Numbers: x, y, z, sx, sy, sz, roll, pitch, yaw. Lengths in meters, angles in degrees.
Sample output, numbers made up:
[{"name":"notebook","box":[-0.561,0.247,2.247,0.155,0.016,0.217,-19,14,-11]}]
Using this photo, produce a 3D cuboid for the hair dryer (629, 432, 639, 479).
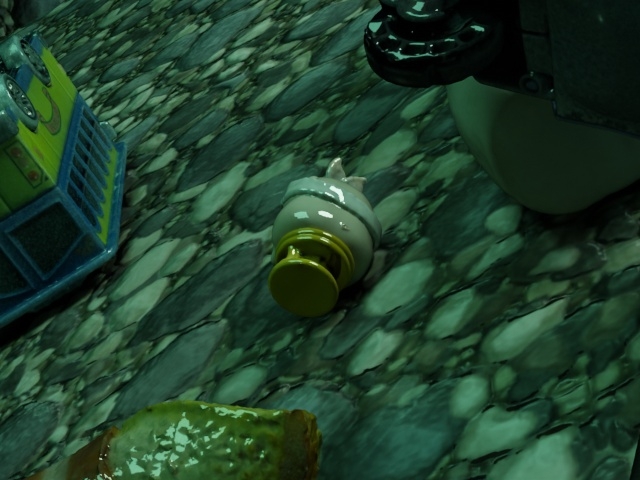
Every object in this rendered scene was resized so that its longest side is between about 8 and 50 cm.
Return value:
[{"name":"hair dryer","box":[0.214,0.079,0.381,0.272,0.091,0.235,-5,15,35]}]

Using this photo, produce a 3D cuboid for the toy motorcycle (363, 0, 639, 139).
[{"name":"toy motorcycle","box":[0.199,-0.125,0.670,0.359,0.125,0.212,15,49,29]}]

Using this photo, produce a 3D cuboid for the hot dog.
[{"name":"hot dog","box":[-0.106,0.160,0.632,0.262,0.123,0.093,-29,11,3]}]

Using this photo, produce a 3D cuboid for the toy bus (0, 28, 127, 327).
[{"name":"toy bus","box":[-0.293,-0.068,1.242,0.152,0.190,0.312,-32,23,7]}]

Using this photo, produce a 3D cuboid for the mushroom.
[{"name":"mushroom","box":[0.152,-0.123,0.885,0.159,0.122,0.328,2,23,-8]}]

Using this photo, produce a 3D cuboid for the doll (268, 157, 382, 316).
[{"name":"doll","box":[0.000,0.000,0.880,0.084,0.073,0.127,-57,6,40]}]
